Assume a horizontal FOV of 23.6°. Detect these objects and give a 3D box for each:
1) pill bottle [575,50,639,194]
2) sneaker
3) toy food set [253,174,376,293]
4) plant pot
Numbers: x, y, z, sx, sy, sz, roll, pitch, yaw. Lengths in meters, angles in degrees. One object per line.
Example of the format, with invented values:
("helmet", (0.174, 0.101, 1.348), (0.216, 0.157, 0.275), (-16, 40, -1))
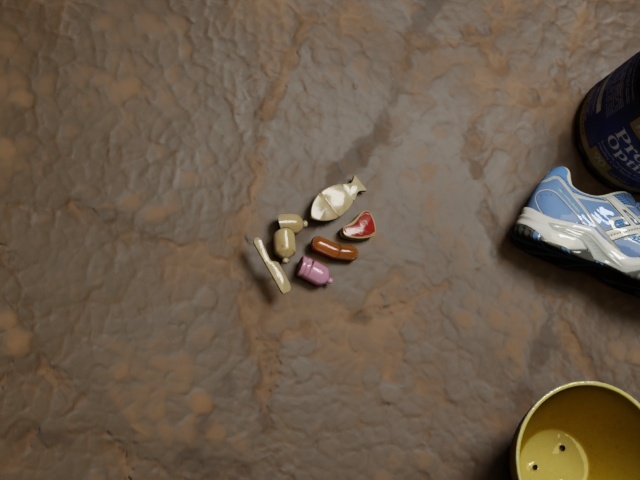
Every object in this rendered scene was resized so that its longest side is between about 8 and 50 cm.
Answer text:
("pill bottle", (0.323, -0.123, 1.369), (0.123, 0.219, 0.122), (3, 78, -12))
("sneaker", (0.285, 0.001, 1.408), (0.211, 0.080, 0.081), (23, 77, -8))
("toy food set", (0.000, 0.000, 1.378), (0.122, 0.019, 0.078), (-28, 85, -24))
("plant pot", (0.219, 0.195, 1.343), (0.134, 0.095, 0.134), (3, 78, -13))
